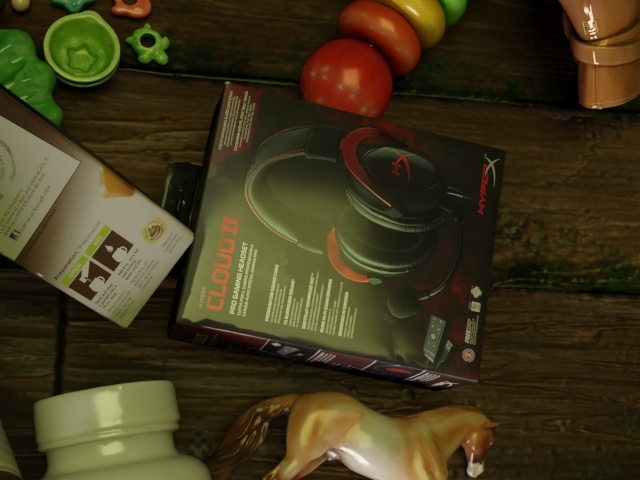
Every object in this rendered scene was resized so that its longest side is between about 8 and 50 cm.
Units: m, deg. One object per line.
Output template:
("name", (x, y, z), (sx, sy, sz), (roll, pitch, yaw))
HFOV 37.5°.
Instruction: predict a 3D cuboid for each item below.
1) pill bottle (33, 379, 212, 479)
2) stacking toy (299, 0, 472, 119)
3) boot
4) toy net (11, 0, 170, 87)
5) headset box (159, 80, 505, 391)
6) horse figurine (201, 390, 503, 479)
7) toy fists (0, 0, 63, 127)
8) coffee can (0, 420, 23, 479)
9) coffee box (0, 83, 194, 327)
("pill bottle", (-0.150, 0.251, 0.724), (0.152, 0.152, 0.272), (-7, 79, -15))
("stacking toy", (0.088, -0.247, 0.922), (0.141, 0.141, 0.330), (36, 76, -2))
("boot", (0.313, -0.261, 0.976), (0.109, 0.283, 0.220), (-4, 106, 26))
("toy net", (-0.239, -0.252, 0.886), (0.122, 0.045, 0.232), (-29, 84, -18))
("headset box", (0.000, 0.000, 0.843), (0.293, 0.110, 0.218), (13, 74, -10))
("horse figurine", (0.028, 0.200, 0.824), (0.263, 0.066, 0.174), (20, 78, -10))
("toy fists", (-0.324, -0.169, 0.823), (0.142, 0.096, 0.279), (-27, 85, -10))
("coffee can", (-0.341, 0.106, 0.656), (0.201, 0.201, 0.275), (-22, 67, -17))
("coffee box", (-0.234, -0.051, 0.719), (0.098, 0.141, 0.246), (-53, 130, -4))
